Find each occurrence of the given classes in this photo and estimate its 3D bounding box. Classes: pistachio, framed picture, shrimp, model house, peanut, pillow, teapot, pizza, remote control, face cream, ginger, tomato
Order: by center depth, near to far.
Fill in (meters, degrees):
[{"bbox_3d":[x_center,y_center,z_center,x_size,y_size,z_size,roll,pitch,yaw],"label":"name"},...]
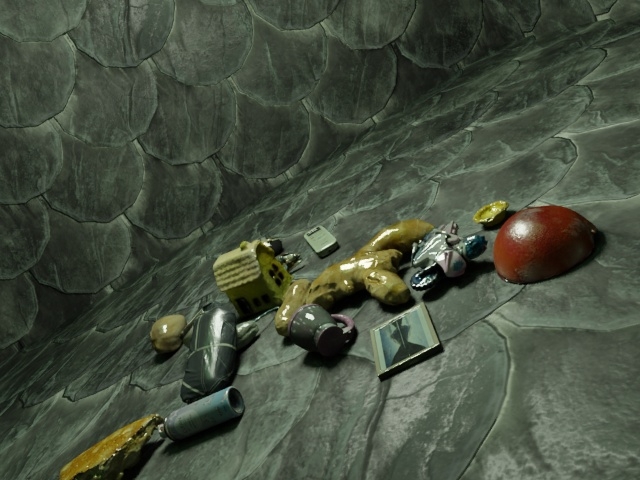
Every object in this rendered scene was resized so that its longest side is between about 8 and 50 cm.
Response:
[{"bbox_3d":[0.475,-0.007,1.257,0.228,0.112,0.199,-31,19,11],"label":"tomato"},{"bbox_3d":[0.185,0.218,1.284,0.150,0.015,0.203,-29,17,11],"label":"framed picture"},{"bbox_3d":[-0.300,0.435,1.422,0.229,0.075,0.075,-27,18,17],"label":"face cream"},{"bbox_3d":[0.008,0.234,1.438,0.146,0.148,0.116,24,93,56],"label":"teapot"},{"bbox_3d":[-0.543,0.566,1.456,0.323,0.089,0.223,-32,11,7],"label":"pizza"},{"bbox_3d":[0.134,0.067,1.620,0.348,0.122,0.363,-9,37,33],"label":"ginger"},{"bbox_3d":[-0.317,0.313,1.644,0.162,0.092,0.335,-19,45,19],"label":"pillow"},{"bbox_3d":[-0.071,0.196,1.665,0.100,0.099,0.214,-23,24,26],"label":"peanut"},{"bbox_3d":[-0.232,0.111,1.930,0.193,0.234,0.174,-21,20,29],"label":"model house"},{"bbox_3d":[-0.542,0.334,2.065,0.124,0.124,0.185,-22,13,29],"label":"pistachio"},{"bbox_3d":[-0.206,0.116,2.159,0.360,0.085,0.247,-27,10,29],"label":"shrimp"},{"bbox_3d":[0.000,-0.001,2.173,0.090,0.038,0.309,-32,17,-2],"label":"remote control"}]

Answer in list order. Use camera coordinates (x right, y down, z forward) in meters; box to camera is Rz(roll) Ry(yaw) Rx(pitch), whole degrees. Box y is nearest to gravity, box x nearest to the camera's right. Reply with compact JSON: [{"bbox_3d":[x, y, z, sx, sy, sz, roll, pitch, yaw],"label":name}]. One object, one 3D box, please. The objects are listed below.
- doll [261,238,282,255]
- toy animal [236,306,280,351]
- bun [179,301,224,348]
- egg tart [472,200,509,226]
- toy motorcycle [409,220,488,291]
[{"bbox_3d":[-0.231,0.050,2.367,0.179,0.102,0.089,-34,60,-18],"label":"doll"},{"bbox_3d":[-0.216,0.265,1.764,0.253,0.070,0.079,-39,31,-30],"label":"toy animal"},{"bbox_3d":[-0.358,0.287,1.854,0.173,0.120,0.173,-52,-1,-2],"label":"bun"},{"bbox_3d":[0.464,-0.068,1.555,0.105,0.039,0.105,-29,18,10],"label":"egg tart"},{"bbox_3d":[0.330,0.024,1.432,0.204,0.108,0.239,-24,39,36],"label":"toy motorcycle"}]
